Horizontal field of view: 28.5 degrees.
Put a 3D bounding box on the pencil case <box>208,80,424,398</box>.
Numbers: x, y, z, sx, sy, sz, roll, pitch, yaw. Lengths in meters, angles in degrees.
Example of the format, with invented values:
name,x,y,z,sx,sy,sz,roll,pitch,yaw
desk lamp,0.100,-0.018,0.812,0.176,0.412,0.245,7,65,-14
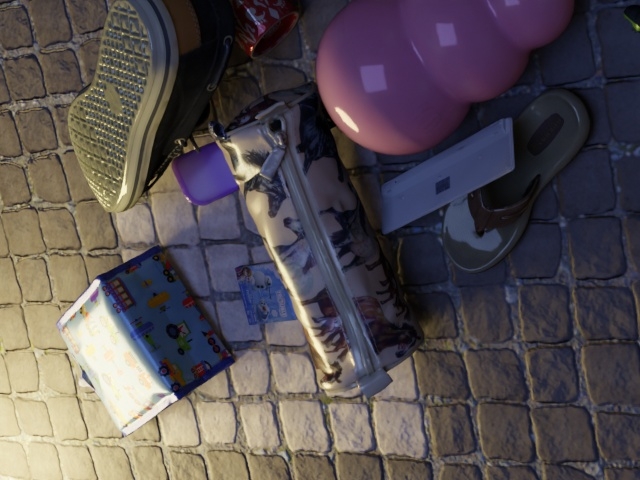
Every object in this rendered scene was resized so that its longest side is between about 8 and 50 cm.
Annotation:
name,x,y,z,sx,sy,sz,roll,pitch,yaw
pencil case,0.000,0.000,1.672,0.160,0.183,0.410,-21,98,13

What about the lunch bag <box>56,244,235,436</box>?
name,x,y,z,sx,sy,sz,roll,pitch,yaw
lunch bag,-0.310,0.180,1.990,0.293,0.138,0.221,-36,86,45

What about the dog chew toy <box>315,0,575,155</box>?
name,x,y,z,sx,sy,sz,roll,pitch,yaw
dog chew toy,0.157,-0.241,1.509,0.332,0.206,0.207,-28,88,28

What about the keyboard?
name,x,y,z,sx,sy,sz,roll,pitch,yaw
keyboard,0.157,-0.079,1.608,0.256,0.014,0.072,-28,60,50

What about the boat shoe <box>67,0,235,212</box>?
name,x,y,z,sx,sy,sz,roll,pitch,yaw
boat shoe,-0.240,-0.190,1.771,0.187,0.156,0.500,60,149,14

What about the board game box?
name,x,y,z,sx,sy,sz,roll,pitch,yaw
board game box,-0.077,0.077,1.859,0.090,0.020,0.090,-9,99,33

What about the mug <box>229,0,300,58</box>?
name,x,y,z,sx,sy,sz,roll,pitch,yaw
mug,-0.107,-0.349,1.696,0.169,0.113,0.150,48,126,8

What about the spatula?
name,x,y,z,sx,sy,sz,roll,pitch,yaw
spatula,-0.090,-0.127,1.799,0.296,0.030,0.084,-21,94,35

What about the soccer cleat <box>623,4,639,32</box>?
name,x,y,z,sx,sy,sz,roll,pitch,yaw
soccer cleat,0.430,-0.234,1.416,0.179,0.060,0.072,30,109,15

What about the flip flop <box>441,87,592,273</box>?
name,x,y,z,sx,sy,sz,roll,pitch,yaw
flip flop,0.234,-0.072,1.573,0.112,0.080,0.277,45,123,14
